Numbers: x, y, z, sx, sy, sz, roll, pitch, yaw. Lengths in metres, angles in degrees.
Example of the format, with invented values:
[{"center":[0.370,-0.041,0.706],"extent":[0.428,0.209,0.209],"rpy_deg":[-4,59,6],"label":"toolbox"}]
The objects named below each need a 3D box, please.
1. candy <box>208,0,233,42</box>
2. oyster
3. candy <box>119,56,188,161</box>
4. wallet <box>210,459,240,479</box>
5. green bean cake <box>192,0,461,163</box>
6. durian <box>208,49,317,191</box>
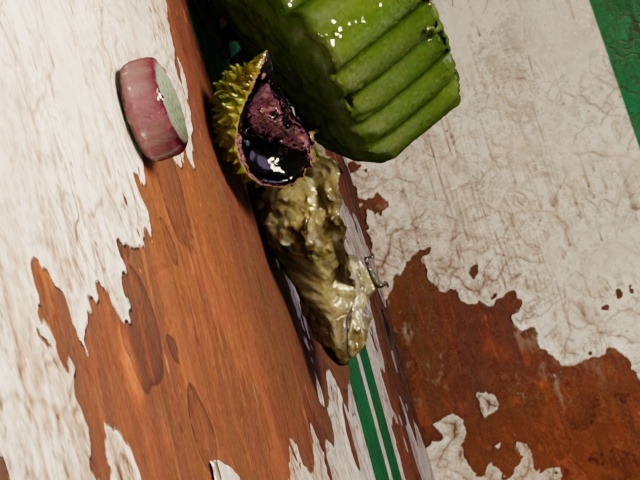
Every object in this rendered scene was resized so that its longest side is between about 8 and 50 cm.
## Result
[{"center":[-0.129,-0.329,2.412],"extent":[0.122,0.062,0.038],"rpy_deg":[61,12,-60],"label":"candy"},{"center":[-0.003,-0.001,2.307],"extent":[0.198,0.133,0.337],"rpy_deg":[-96,166,-76],"label":"oyster"},{"center":[-0.162,-0.128,1.675],"extent":[0.103,0.043,0.103],"rpy_deg":[-17,90,-83],"label":"candy"},{"center":[-0.082,0.227,1.569],"extent":[0.083,0.011,0.044],"rpy_deg":[57,17,-66],"label":"wallet"},{"center":[0.001,-0.281,2.256],"extent":[0.319,0.218,0.335],"rpy_deg":[44,-9,38],"label":"green bean cake"},{"center":[-0.096,-0.141,2.150],"extent":[0.108,0.119,0.187],"rpy_deg":[25,-28,45],"label":"durian"}]
